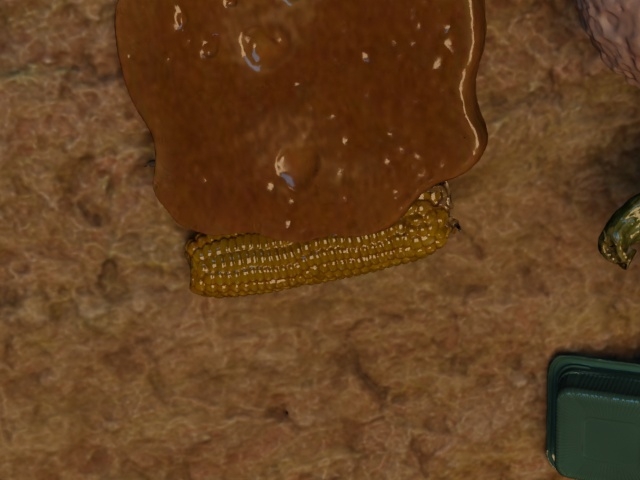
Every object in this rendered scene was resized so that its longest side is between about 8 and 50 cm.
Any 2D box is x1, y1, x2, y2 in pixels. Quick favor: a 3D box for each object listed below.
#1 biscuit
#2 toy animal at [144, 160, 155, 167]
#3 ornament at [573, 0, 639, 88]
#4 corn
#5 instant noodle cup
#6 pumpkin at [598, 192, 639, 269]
[{"bbox_3d":[-0.016,-0.180,1.513,0.385,0.062,0.365,-8,103,18],"label":"biscuit"},{"bbox_3d":[-0.167,-0.082,1.613,0.050,0.028,0.084,-5,111,-7],"label":"toy animal"},{"bbox_3d":[0.369,-0.273,1.492,0.225,0.259,0.259,0,112,15],"label":"ornament"},{"bbox_3d":[0.000,0.000,1.626,0.305,0.106,0.106,-16,112,1],"label":"corn"},{"bbox_3d":[0.347,0.222,1.729,0.179,0.070,0.157,6,108,21],"label":"instant noodle cup"},{"bbox_3d":[0.434,-0.029,1.550,0.296,0.296,0.296,-2,111,-6],"label":"pumpkin"}]
